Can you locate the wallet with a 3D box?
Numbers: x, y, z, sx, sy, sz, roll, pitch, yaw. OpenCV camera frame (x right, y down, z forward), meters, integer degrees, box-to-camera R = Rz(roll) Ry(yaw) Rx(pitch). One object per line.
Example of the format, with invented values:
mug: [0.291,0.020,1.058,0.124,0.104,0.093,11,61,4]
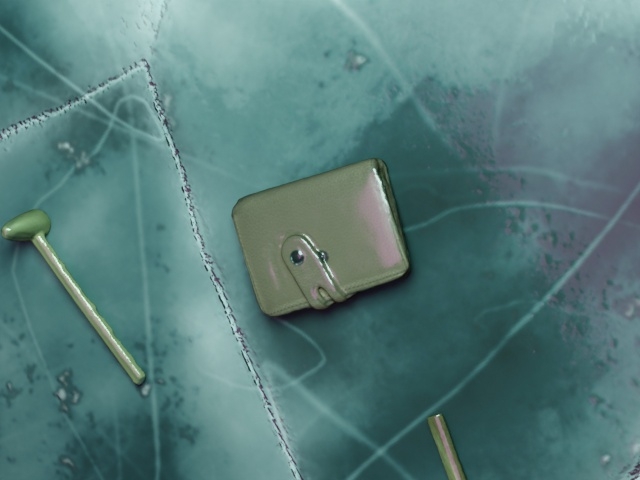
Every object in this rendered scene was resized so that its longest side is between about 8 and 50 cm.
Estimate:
wallet: [0.000,0.000,1.648,0.152,0.039,0.118,-18,90,23]

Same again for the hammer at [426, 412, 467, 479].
hammer: [0.133,0.238,1.645,0.062,0.017,0.182,-19,91,23]

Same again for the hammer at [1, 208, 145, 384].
hammer: [-0.226,0.056,1.744,0.028,0.060,0.195,-38,88,23]
